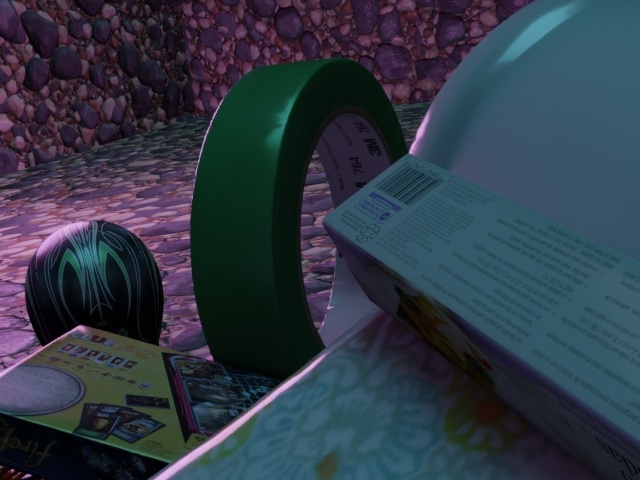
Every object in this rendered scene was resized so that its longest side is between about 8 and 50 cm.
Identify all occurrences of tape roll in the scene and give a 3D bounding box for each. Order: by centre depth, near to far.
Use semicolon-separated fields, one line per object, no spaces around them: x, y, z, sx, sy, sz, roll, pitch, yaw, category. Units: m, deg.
0.000;0.000;0.878;0.077;0.321;0.321;0;17;26;tape roll

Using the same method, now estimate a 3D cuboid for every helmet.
-0.257;0.059;1.103;0.169;0.161;0.169;-7;15;2;helmet

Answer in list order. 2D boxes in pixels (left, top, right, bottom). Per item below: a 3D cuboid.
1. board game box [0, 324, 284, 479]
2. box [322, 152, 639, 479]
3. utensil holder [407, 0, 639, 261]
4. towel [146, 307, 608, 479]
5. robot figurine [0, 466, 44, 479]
-0.112;0.133;0.705;0.243;0.042;0.165;13;17;15;board game box
0.103;0.042;0.386;0.067;0.063;0.324;-39;30;-10;box
0.266;0.043;0.515;0.327;0.328;0.385;-14;24;-20;utensil holder
0.010;0.192;0.386;0.320;0.090;0.374;-34;30;-12;towel
-0.236;0.184;0.775;0.211;0.085;0.291;-18;17;-34;robot figurine
